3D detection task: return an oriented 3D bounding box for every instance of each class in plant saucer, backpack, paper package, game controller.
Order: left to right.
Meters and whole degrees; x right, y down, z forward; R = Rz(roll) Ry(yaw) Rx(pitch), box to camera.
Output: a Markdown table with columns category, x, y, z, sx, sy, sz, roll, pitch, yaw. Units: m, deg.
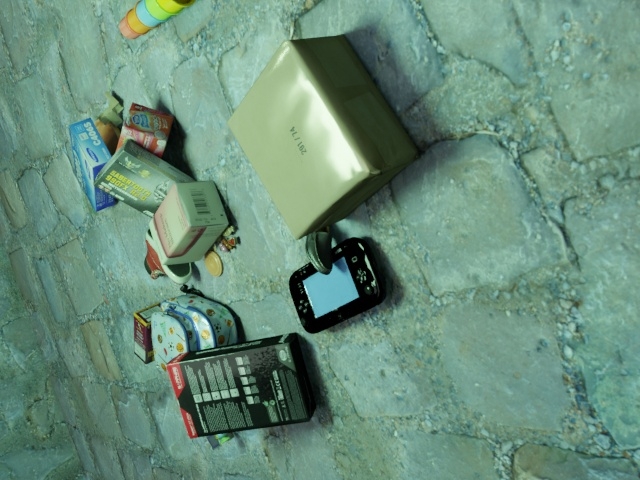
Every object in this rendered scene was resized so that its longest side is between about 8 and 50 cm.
| category | x | y | z | sx | sy | sz | roll | pitch | yaw |
| --- | --- | --- | --- | --- | --- | --- | --- | --- | --- |
| plant saucer | -0.702 | -0.311 | 2.109 | 0.199 | 0.037 | 0.200 | 21 | 121 | 39 |
| backpack | -0.378 | 0.297 | 1.915 | 0.263 | 0.213 | 0.277 | 4 | 106 | 34 |
| plant saucer | -0.324 | 0.070 | 1.894 | 0.083 | 0.013 | 0.084 | 19 | 119 | 40 |
| paper package | -0.006 | -0.216 | 1.331 | 0.309 | 0.168 | 0.325 | -40 | 78 | 47 |
| game controller | 0.031 | 0.112 | 1.504 | 0.319 | 0.067 | 0.167 | -33 | 82 | 47 |

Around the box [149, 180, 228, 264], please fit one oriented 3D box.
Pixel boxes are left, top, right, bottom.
| category | x | y | z | sx | sy | sz | roll | pitch | yaw |
| --- | --- | --- | --- | --- | --- | --- | --- | --- | --- |
| box | -0.383 | -0.048 | 1.804 | 0.232 | 0.126 | 0.149 | -44 | 62 | 46 |

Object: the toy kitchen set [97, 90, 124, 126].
| category | x | y | z | sx | sy | sz | roll | pitch | yaw |
| --- | --- | --- | --- | --- | --- | --- | --- | --- | --- |
| toy kitchen set | -0.680 | -0.416 | 2.024 | 0.075 | 0.083 | 0.068 | 42 | 174 | 26 |

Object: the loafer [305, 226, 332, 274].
| category | x | y | z | sx | sy | sz | roll | pitch | yaw |
| --- | --- | --- | --- | --- | --- | --- | --- | --- | --- |
| loafer | 0.000 | 0.000 | 1.461 | 0.061 | 0.062 | 0.170 | -41 | 52 | 34 |

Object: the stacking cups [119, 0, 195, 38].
| category | x | y | z | sx | sy | sz | roll | pitch | yaw |
| --- | --- | --- | --- | --- | --- | --- | --- | --- | --- |
| stacking cups | -0.447 | -0.610 | 1.681 | 0.316 | 0.096 | 0.096 | -11 | 98 | 49 |

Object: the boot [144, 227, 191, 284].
| category | x | y | z | sx | sy | sz | roll | pitch | yaw |
| --- | --- | --- | --- | --- | --- | --- | --- | --- | --- |
| boot | -0.498 | 0.094 | 2.035 | 0.244 | 0.088 | 0.176 | 47 | 135 | 33 |

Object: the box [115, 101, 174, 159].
| category | x | y | z | sx | sy | sz | roll | pitch | yaw |
| --- | --- | --- | --- | --- | --- | --- | --- | --- | --- |
| box | -0.533 | -0.262 | 1.855 | 0.257 | 0.128 | 0.123 | 124 | 157 | -43 |

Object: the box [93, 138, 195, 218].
| category | x | y | z | sx | sy | sz | roll | pitch | yaw |
| --- | --- | --- | --- | --- | --- | --- | --- | --- | --- |
| box | -0.509 | -0.167 | 1.823 | 0.183 | 0.231 | 0.056 | -35 | 37 | 35 |

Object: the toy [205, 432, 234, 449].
| category | x | y | z | sx | sy | sz | roll | pitch | yaw |
| --- | --- | --- | --- | --- | --- | --- | --- | --- | --- |
| toy | -0.361 | 0.554 | 2.065 | 0.056 | 0.137 | 0.237 | -33 | 79 | 21 |

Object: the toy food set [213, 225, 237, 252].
| category | x | y | z | sx | sy | sz | roll | pitch | yaw |
| --- | --- | --- | --- | --- | --- | --- | --- | --- | --- |
| toy food set | -0.271 | -0.002 | 1.804 | 0.122 | 0.019 | 0.078 | -8 | 100 | 48 |

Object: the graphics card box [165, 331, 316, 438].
| category | x | y | z | sx | sy | sz | roll | pitch | yaw |
| --- | --- | --- | --- | --- | --- | --- | --- | --- | --- |
| graphics card box | -0.217 | 0.402 | 1.733 | 0.370 | 0.094 | 0.233 | -13 | 98 | 16 |

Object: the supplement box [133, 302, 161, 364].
| category | x | y | z | sx | sy | sz | roll | pitch | yaw |
| --- | --- | --- | --- | --- | --- | --- | --- | --- | --- |
| supplement box | -0.593 | 0.328 | 2.214 | 0.080 | 0.104 | 0.188 | 32 | 128 | 33 |

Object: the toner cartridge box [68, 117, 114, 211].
| category | x | y | z | sx | sy | sz | roll | pitch | yaw |
| --- | --- | --- | --- | --- | --- | --- | --- | --- | --- |
| toner cartridge box | -0.748 | -0.239 | 2.067 | 0.165 | 0.075 | 0.348 | 58 | 155 | 10 |
